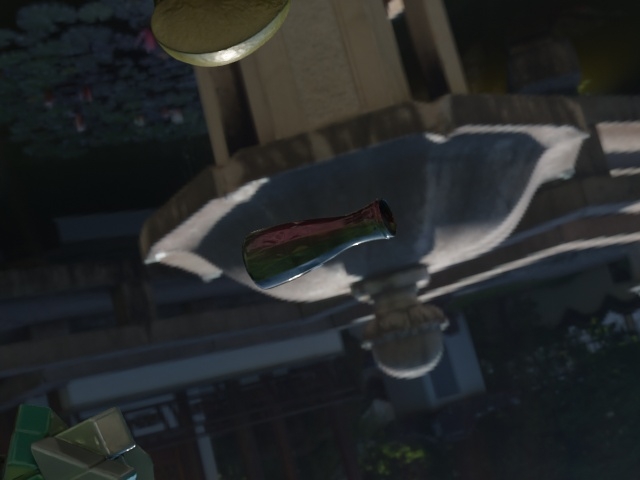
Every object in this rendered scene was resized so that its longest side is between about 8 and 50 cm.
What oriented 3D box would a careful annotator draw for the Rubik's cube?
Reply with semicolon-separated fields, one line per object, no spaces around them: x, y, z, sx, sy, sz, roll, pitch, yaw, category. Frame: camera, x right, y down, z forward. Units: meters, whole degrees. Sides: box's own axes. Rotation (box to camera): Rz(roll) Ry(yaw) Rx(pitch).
-0.326;0.333;1.251;0.212;0.265;0.224;-28;167;8;Rubik's cube

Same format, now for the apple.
-0.190;-0.471;1.701;0.257;0.295;0.233;-14;-168;2;apple

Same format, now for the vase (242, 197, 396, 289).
0.000;0.000;1.321;0.214;0.086;0.086;-19;169;22;vase
